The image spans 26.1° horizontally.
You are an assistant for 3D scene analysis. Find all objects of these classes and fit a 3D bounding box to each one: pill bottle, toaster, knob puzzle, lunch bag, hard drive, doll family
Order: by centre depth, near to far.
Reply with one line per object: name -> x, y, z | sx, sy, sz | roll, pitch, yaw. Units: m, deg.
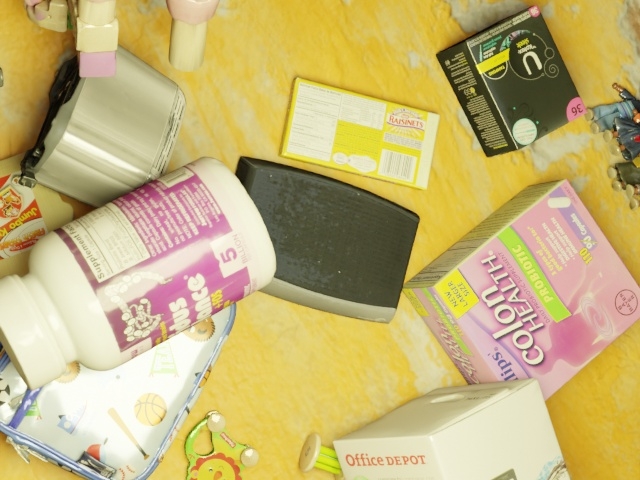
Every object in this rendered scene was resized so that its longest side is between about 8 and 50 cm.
pill bottle -> -0.215, 0.042, 1.535 | 0.302, 0.169, 0.169 | -29, 96, -16
knob puzzle -> -0.379, 0.004, 1.624 | 0.213, 0.030, 0.213 | 0, 64, 0
toaster -> -0.254, -0.127, 1.637 | 0.146, 0.129, 0.227 | 27, 50, -19
lunch bag -> -0.261, 0.138, 1.655 | 0.243, 0.115, 0.303 | 32, 77, -11
hard drive -> 0.000, 0.000, 1.776 | 0.255, 0.054, 0.172 | 18, 82, -17
doll family -> 0.448, -0.131, 1.923 | 0.111, 0.076, 0.193 | -19, 90, -13

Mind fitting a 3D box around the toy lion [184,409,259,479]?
toy lion -> -0.133, 0.278, 1.733 | 0.096, 0.034, 0.100 | -43, 100, -8

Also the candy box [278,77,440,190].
candy box -> 0.052, -0.138, 1.816 | 0.206, 0.027, 0.105 | 13, 81, -17

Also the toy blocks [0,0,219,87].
toy blocks -> -0.280, -0.357, 1.543 | 0.309, 0.260, 0.288 | -7, 53, -17

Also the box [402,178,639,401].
box -> 0.273, 0.075, 1.830 | 0.243, 0.117, 0.213 | -37, 99, -16

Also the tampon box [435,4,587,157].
tampon box -> 0.255, -0.210, 1.847 | 0.120, 0.101, 0.161 | -29, 97, -17

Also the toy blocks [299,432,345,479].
toy blocks -> 0.039, 0.326, 1.773 | 0.148, 0.054, 0.123 | 22, 79, -18

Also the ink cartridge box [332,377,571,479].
ink cartridge box -> 0.182, 0.333, 1.719 | 0.197, 0.198, 0.270 | -21, 94, -37
